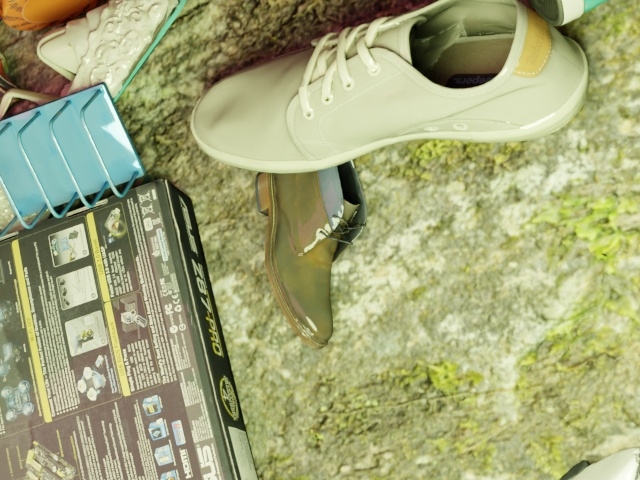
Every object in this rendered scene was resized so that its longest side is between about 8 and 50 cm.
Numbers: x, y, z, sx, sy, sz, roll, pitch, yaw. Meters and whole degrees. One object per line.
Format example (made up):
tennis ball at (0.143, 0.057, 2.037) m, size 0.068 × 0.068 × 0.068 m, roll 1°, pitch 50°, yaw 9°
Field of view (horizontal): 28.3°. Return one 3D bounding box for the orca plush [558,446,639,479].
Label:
orca plush at (0.225, 0.306, 1.159) m, size 0.102 × 0.151 × 0.287 m, roll 41°, pitch 104°, yaw -2°

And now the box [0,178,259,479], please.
box at (-0.261, 0.164, 1.450) m, size 0.318 × 0.097 × 0.395 m, roll -19°, pitch 72°, yaw 10°

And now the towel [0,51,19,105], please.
towel at (-0.439, -0.209, 1.723) m, size 0.060 × 0.009 × 0.083 m, roll -33°, pitch 67°, yaw 24°

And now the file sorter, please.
file sorter at (-0.309, -0.086, 1.449) m, size 0.170 × 0.104 × 0.118 m, roll -18°, pitch 110°, yaw 12°

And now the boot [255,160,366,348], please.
boot at (0.000, 0.000, 1.362) m, size 0.106 × 0.082 × 0.219 m, roll -27°, pitch 67°, yaw 30°

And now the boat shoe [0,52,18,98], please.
boat shoe at (-0.447, -0.244, 1.689) m, size 0.137 × 0.049 × 0.043 m, roll 44°, pitch 86°, yaw 11°

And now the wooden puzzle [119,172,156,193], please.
wooden puzzle at (-0.213, -0.053, 1.553) m, size 0.083 × 0.006 × 0.049 m, roll 36°, pitch 102°, yaw 32°

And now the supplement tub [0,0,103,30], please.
supplement tub at (-0.392, -0.448, 1.591) m, size 0.207 × 0.207 × 0.338 m, roll -32°, pitch 80°, yaw 25°

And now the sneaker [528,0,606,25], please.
sneaker at (0.255, -0.331, 1.229) m, size 0.178 × 0.124 × 0.295 m, roll -21°, pitch 43°, yaw 1°

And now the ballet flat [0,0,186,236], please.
ballet flat at (-0.310, -0.168, 1.537) m, size 0.147 × 0.147 × 0.409 m, roll 42°, pitch 106°, yaw 30°

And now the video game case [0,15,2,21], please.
video game case at (-0.522, -0.365, 1.782) m, size 0.232 × 0.042 × 0.210 m, roll 44°, pitch 105°, yaw 30°

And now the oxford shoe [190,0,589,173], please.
oxford shoe at (0.048, -0.169, 1.308) m, size 0.449 × 0.130 × 0.169 m, roll -3°, pitch 60°, yaw 31°
